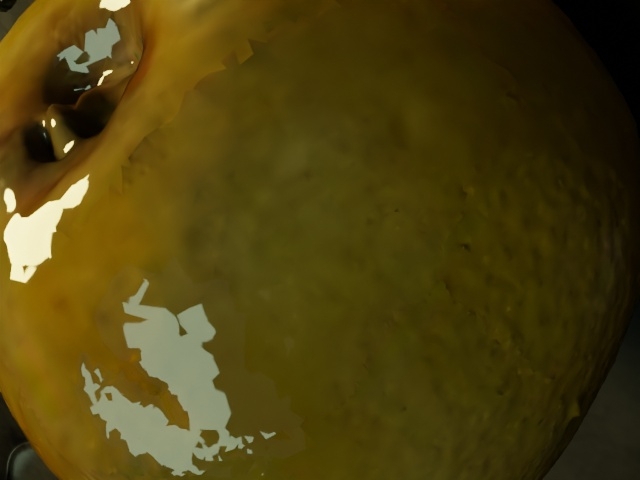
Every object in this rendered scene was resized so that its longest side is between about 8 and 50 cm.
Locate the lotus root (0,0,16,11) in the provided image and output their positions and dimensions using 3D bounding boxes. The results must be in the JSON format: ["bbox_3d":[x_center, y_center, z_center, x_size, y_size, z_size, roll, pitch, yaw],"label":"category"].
[{"bbox_3d":[-0.265,-0.227,0.758,0.397,0.179,0.196,34,143,15],"label":"lotus root"}]

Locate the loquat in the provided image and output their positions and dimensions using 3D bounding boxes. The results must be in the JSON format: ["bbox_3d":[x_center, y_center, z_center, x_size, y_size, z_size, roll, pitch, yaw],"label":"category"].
[{"bbox_3d":[0.000,0.000,0.674,0.275,0.275,0.274,25,138,25],"label":"loquat"}]
